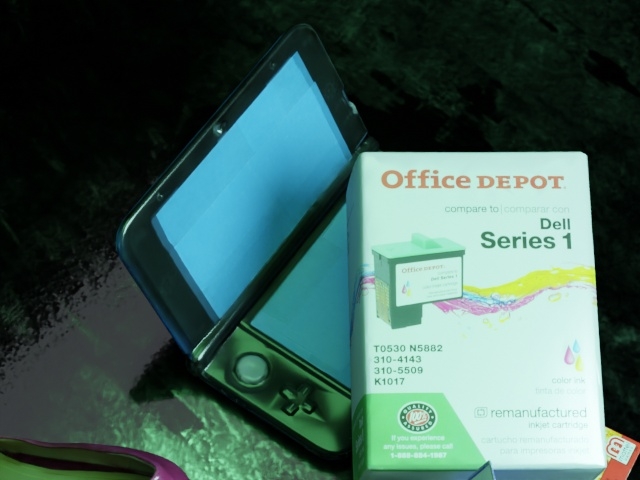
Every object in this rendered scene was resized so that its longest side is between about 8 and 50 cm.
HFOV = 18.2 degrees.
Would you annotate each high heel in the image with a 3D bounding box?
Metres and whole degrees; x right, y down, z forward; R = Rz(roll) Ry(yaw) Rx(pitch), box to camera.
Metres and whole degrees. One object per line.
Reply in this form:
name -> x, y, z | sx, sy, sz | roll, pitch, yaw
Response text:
high heel -> -0.276, 0.188, 1.636 | 0.377, 0.181, 0.127 | 8, 56, 11

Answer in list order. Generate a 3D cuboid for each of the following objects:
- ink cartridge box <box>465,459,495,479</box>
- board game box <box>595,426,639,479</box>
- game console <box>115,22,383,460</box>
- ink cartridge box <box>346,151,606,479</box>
ink cartridge box -> 0.144, 0.294, 1.584 | 0.045, 0.206, 0.208 | -6, 73, -13
board game box -> 0.163, 0.202, 1.745 | 0.193, 0.045, 0.146 | 25, 63, 11
game console -> 0.000, 0.000, 1.775 | 0.250, 0.173, 0.293 | 32, 65, 14
ink cartridge box -> 0.128, 0.068, 1.695 | 0.201, 0.117, 0.278 | 0, 73, -4
